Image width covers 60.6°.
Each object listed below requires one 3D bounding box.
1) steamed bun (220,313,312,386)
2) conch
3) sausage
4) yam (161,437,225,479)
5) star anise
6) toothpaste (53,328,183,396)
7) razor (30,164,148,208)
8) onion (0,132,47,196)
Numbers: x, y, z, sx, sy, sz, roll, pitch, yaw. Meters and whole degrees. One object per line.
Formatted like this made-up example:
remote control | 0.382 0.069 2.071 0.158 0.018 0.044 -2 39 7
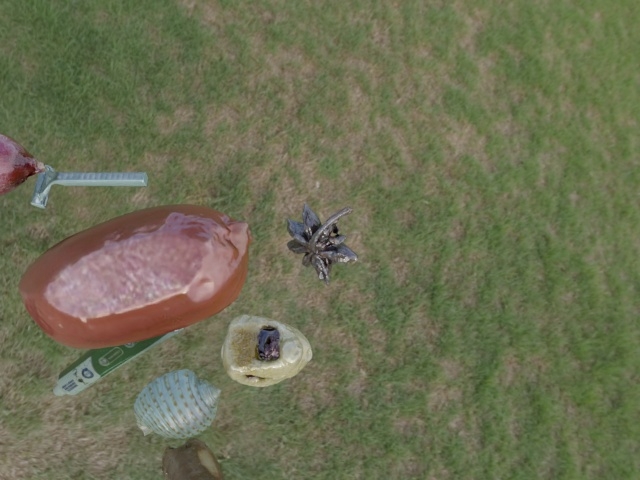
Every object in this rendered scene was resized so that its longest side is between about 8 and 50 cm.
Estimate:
steamed bun | -0.099 0.230 1.136 0.172 0.156 0.140 48 45 -60
conch | -0.265 0.314 1.034 0.153 0.102 0.135 -30 115 -30
sausage | -0.193 0.038 0.592 0.255 0.148 0.148 -20 83 -4
yam | -0.279 0.553 1.239 0.128 0.238 0.129 29 85 -28
star anise | 0.000 0.000 1.395 0.209 0.231 0.089 19 39 14
toothpaste | -0.450 0.241 1.166 0.098 0.392 0.061 49 23 -16
razor | -0.549 -0.143 1.300 0.278 0.056 0.110 -3 64 8
onion | -0.716 -0.168 1.217 0.195 0.159 0.159 -5 75 -28
